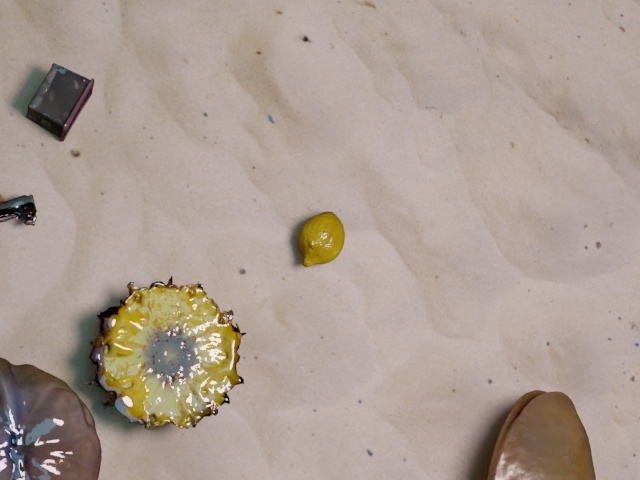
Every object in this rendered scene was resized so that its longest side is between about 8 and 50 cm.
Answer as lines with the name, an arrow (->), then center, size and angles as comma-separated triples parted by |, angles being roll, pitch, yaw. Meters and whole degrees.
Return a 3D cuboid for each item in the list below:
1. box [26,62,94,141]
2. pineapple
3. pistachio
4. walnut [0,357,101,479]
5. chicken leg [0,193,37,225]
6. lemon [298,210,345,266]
box -> -0.350, -0.188, 1.869 | 0.063, 0.060, 0.085 | 29, 71, -5
pineapple -> -0.206, 0.153, 1.842 | 0.224, 0.076, 0.225 | 4, 77, -17
pistachio -> 0.301, 0.338, 1.951 | 0.212, 0.162, 0.261 | 16, 69, -52
walnut -> -0.389, 0.266, 1.672 | 0.248, 0.248, 0.248 | 4, 78, -20
chicken leg -> -0.492, -0.043, 1.792 | 0.253, 0.051, 0.106 | 15, 69, -20
lemon -> 0.000, 0.000, 1.956 | 0.065, 0.065, 0.092 | 31, 65, -12
